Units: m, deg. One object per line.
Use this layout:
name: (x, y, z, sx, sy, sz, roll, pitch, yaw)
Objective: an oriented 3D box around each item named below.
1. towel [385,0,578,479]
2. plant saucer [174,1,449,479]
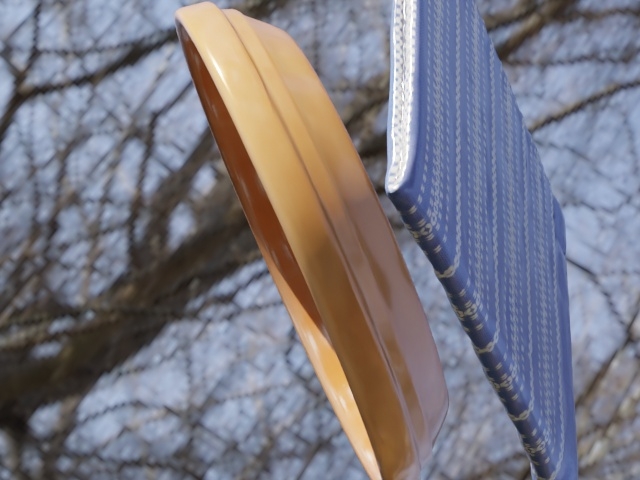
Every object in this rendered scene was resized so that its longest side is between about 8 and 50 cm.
towel: (0.093, -0.019, 1.080, 0.040, 0.243, 0.336, -12, -40, 17)
plant saucer: (0.000, 0.000, 0.685, 0.200, 0.037, 0.200, 156, -90, -86)
